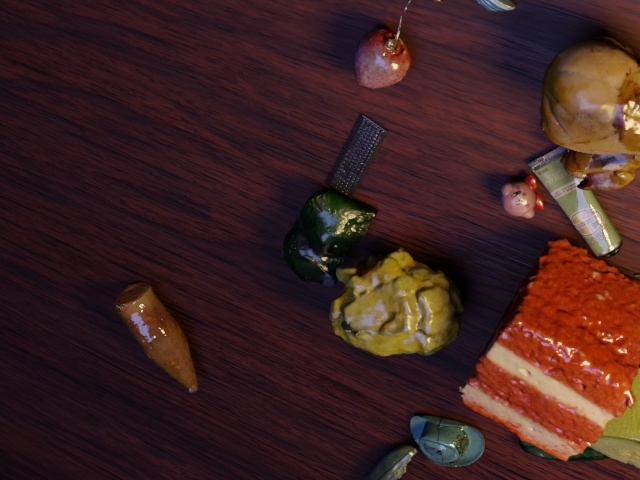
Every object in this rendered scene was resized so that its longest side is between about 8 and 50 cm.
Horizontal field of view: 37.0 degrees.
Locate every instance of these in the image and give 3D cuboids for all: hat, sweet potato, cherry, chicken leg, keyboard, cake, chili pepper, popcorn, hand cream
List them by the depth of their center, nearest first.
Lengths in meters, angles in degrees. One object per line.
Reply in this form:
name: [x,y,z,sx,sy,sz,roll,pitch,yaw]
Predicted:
chicken leg: [0.548,-0.172,1.612,0.409,0.182,0.295,18,140,1]
cherry: [0.144,-0.362,1.764,0.225,0.090,0.107,-39,84,34]
hand cream: [0.482,-0.064,1.778,0.086,0.055,0.235,-30,98,39]
cake: [0.459,0.215,1.831,0.270,0.269,0.319,32,140,9]
keyboard: [0.075,-0.170,1.987,0.067,0.011,0.202,35,133,8]
popcorn: [0.156,0.138,2.013,0.286,0.215,0.252,-10,115,23]
chili pepper: [-0.003,0.007,2.083,0.148,0.116,0.264,27,138,-11]
hat: [0.286,0.479,2.257,0.191,0.078,0.138,0,118,33]
sweet potato: [-0.413,0.266,2.527,0.131,0.131,0.336,-24,107,41]

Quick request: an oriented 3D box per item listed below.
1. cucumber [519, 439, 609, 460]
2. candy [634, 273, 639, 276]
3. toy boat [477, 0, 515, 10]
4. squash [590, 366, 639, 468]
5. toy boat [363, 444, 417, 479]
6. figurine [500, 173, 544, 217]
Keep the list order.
cucumber: [0.541,0.443,2.084,0.244,0.063,0.115,-17,109,41]
candy: [0.639,0.060,1.778,0.123,0.035,0.035,-6,86,45]
toy boat: [0.304,-0.460,1.623,0.105,0.034,0.149,28,132,11]
squash: [0.675,0.365,1.934,0.237,0.155,0.204,21,154,2]
toy boat: [0.178,0.587,2.400,0.085,0.078,0.260,49,137,18]
figurine: [0.379,-0.078,1.818,0.083,0.071,0.067,63,172,-8]
